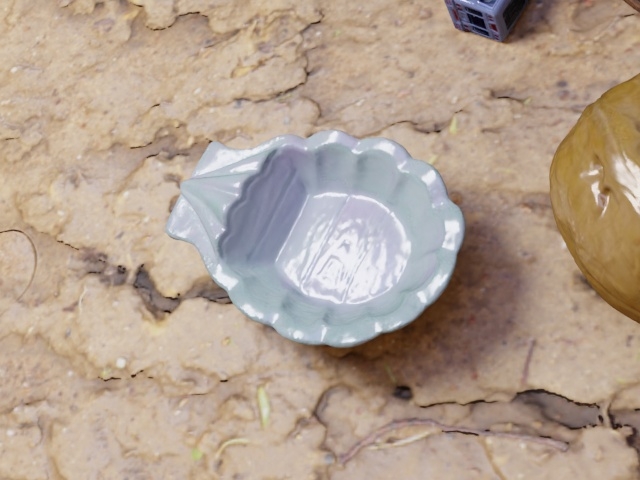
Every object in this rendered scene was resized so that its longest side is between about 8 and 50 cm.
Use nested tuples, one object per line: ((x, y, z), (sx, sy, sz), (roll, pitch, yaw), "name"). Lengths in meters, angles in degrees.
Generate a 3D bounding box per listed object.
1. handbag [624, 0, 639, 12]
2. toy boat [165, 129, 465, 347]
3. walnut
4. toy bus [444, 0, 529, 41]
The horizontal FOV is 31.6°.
((0.377, -0.274, 1.029), (0.193, 0.072, 0.151), (-41, 58, -3), "handbag")
((0.000, 0.000, 1.029), (0.290, 0.100, 0.199), (22, 75, 28), "toy boat")
((0.283, -0.030, 0.889), (0.193, 0.193, 0.226), (-34, 49, 3), "walnut")
((0.187, -0.281, 1.105), (0.076, 0.073, 0.167), (28, 82, 27), "toy bus")
